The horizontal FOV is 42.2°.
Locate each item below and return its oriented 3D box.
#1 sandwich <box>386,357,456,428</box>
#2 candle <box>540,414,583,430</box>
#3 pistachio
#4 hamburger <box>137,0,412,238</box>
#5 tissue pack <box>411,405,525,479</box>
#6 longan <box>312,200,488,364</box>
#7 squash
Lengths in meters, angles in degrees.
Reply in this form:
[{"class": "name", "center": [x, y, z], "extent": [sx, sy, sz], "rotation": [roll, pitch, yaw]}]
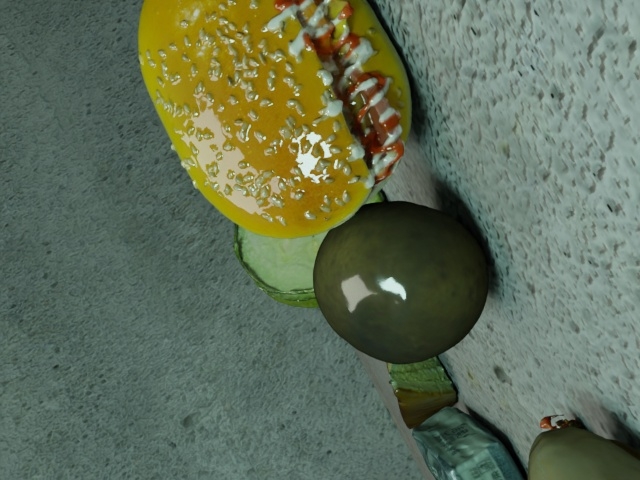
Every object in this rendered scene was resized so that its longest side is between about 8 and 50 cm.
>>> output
[{"class": "sandwich", "center": [0.159, 0.235, 1.350], "extent": [0.258, 0.096, 0.094], "rotation": [72, 175, -66]}, {"class": "candle", "center": [0.241, 0.215, 0.754], "extent": [0.130, 0.052, 0.052], "rotation": [60, 174, 33]}, {"class": "pistachio", "center": [0.224, 0.215, 0.624], "extent": [0.185, 0.124, 0.124], "rotation": [-116, 2, -51]}, {"class": "hamburger", "center": [-0.046, -0.148, 0.763], "extent": [0.295, 0.227, 0.151], "rotation": [59, -163, -1]}, {"class": "tissue pack", "center": [0.264, 0.415, 1.214], "extent": [0.315, 0.103, 0.228], "rotation": [62, 173, -4]}, {"class": "longan", "center": [0.076, 0.037, 0.800], "extent": [0.167, 0.167, 0.187], "rotation": [60, 164, 16]}, {"class": "squash", "center": [-0.009, 0.002, 1.132], "extent": [0.220, 0.220, 0.133], "rotation": [59, 170, 31]}]
